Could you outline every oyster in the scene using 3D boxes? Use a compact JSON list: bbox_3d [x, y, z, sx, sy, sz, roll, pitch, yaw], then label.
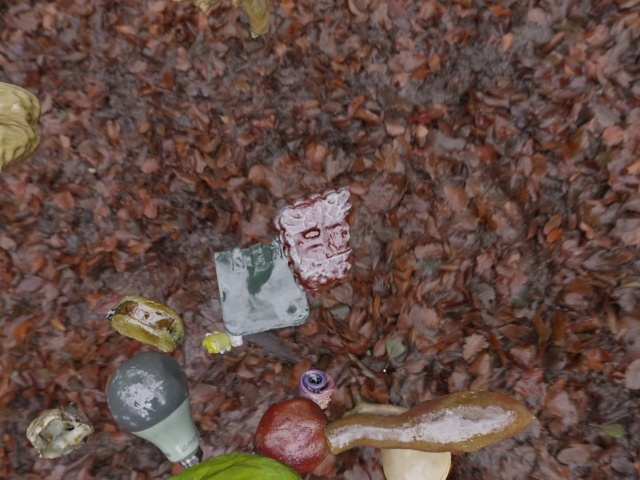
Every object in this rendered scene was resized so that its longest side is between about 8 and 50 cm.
[{"bbox_3d":[-0.779,0.561,1.458,0.110,0.341,0.166,39,81,11],"label":"oyster"}]

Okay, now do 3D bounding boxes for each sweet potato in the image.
[{"bbox_3d":[0.196,0.338,0.886,0.384,0.109,0.109,-6,74,-2],"label":"sweet potato"}]

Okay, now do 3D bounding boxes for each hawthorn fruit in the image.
[{"bbox_3d":[-0.086,0.491,1.201,0.234,0.181,0.181,-12,72,-25],"label":"hawthorn fruit"}]

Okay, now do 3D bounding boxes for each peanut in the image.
[{"bbox_3d":[-0.535,-0.166,0.744,0.196,0.110,0.233,-15,55,-21],"label":"peanut"}]

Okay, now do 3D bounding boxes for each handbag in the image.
[{"bbox_3d":[-0.164,0.126,1.363,0.247,0.079,0.260,-11,77,2],"label":"handbag"}]

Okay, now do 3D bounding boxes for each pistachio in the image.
[{"bbox_3d":[0.202,0.453,1.030,0.145,0.117,0.201,-7,31,16],"label":"pistachio"}]

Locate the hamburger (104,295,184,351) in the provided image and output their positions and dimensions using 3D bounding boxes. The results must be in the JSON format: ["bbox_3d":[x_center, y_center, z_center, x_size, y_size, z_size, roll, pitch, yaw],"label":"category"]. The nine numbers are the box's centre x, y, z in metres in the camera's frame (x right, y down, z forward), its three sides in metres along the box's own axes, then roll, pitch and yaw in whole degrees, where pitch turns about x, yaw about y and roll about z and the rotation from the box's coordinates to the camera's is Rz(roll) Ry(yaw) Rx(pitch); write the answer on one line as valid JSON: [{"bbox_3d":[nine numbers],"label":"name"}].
[{"bbox_3d":[-0.661,0.310,1.872,0.308,0.211,0.133,28,51,-12],"label":"hamburger"}]

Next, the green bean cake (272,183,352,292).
[{"bbox_3d":[0.000,0.000,1.176,0.198,0.097,0.233,-16,99,-7],"label":"green bean cake"}]

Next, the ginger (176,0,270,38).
[{"bbox_3d":[-0.167,-0.416,0.743,0.081,0.333,0.148,-1,86,29],"label":"ginger"}]

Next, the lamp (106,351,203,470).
[{"bbox_3d":[-0.363,0.407,1.117,0.181,0.182,0.314,-32,86,-2],"label":"lamp"}]

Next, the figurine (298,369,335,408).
[{"bbox_3d":[0.000,0.519,1.684,0.126,0.157,0.114,22,61,42],"label":"figurine"}]

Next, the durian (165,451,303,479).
[{"bbox_3d":[-0.086,0.446,0.699,0.339,0.204,0.256,-28,72,44],"label":"durian"}]

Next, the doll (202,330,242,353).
[{"bbox_3d":[-0.367,0.381,1.837,0.106,0.162,0.062,41,120,28],"label":"doll"}]
